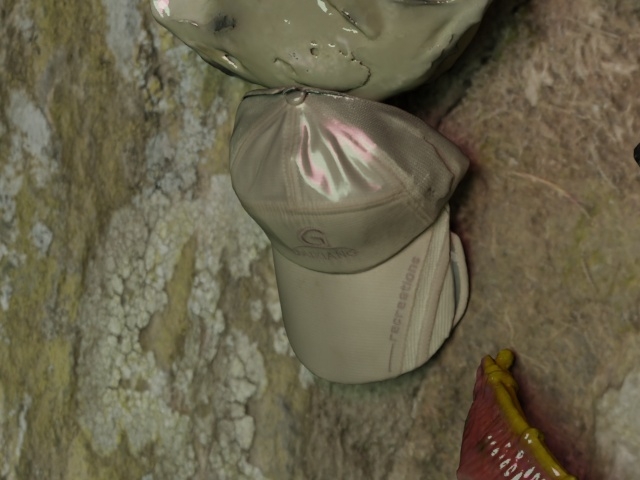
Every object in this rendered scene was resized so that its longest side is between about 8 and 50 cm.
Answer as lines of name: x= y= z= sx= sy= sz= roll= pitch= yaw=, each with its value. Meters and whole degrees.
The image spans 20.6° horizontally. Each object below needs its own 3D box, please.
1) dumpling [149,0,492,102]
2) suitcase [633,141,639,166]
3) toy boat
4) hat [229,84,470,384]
dumpling: x=0.029 y=-0.228 z=1.453 sx=0.318 sy=0.187 sz=0.242 roll=-2 pitch=47 yaw=24
suitcase: x=0.392 y=-0.102 z=1.143 sx=0.335 sy=0.230 sz=0.152 roll=-45 pitch=65 yaw=22
toy boat: x=0.189 y=0.227 z=1.343 sx=0.318 sy=0.099 sz=0.141 roll=57 pitch=157 yaw=21
hat: x=0.000 y=0.000 z=1.437 sx=0.220 sy=0.164 sz=0.226 roll=2 pitch=82 yaw=32
